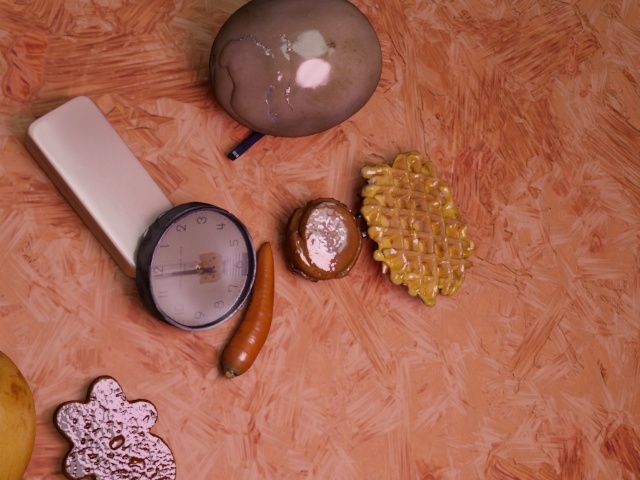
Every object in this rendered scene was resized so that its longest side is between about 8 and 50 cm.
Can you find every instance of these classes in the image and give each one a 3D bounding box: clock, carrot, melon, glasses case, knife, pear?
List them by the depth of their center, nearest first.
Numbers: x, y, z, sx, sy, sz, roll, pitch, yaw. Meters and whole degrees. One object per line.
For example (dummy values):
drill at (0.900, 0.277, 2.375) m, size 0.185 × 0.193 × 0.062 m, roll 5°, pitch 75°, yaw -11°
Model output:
pear at (-0.538, 0.267, 1.124) m, size 0.280 × 0.280 × 0.281 m, roll 6°, pitch 75°, yaw -24°
clock at (-0.210, 0.046, 1.397) m, size 0.226 × 0.049 × 0.226 m, roll -9°, pitch 103°, yaw -40°
glasses case at (-0.368, -0.092, 1.397) m, size 0.131 × 0.070 × 0.313 m, roll -40°, pitch 96°, yaw -28°
carrot at (-0.116, 0.130, 1.471) m, size 0.271 × 0.066 × 0.062 m, roll -70°, pitch 152°, yaw -24°
melon at (-0.054, -0.328, 1.496) m, size 0.330 × 0.268 × 0.269 m, roll -15°, pitch 84°, yaw -9°
knife at (-0.134, -0.191, 1.553) m, size 0.018 × 0.031 × 0.121 m, roll 48°, pitch 62°, yaw -5°

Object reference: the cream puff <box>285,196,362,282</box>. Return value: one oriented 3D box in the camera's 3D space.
cream puff at (0.000, 0.000, 1.519) m, size 0.150 × 0.115 × 0.165 m, roll 36°, pitch 73°, yaw -11°

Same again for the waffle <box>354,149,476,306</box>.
waffle at (0.202, -0.028, 1.619) m, size 0.329 × 0.062 × 0.329 m, roll 17°, pitch 61°, yaw -34°

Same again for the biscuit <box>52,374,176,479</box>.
biscuit at (-0.333, 0.344, 1.323) m, size 0.179 × 0.039 × 0.236 m, roll -34°, pitch 93°, yaw -30°
